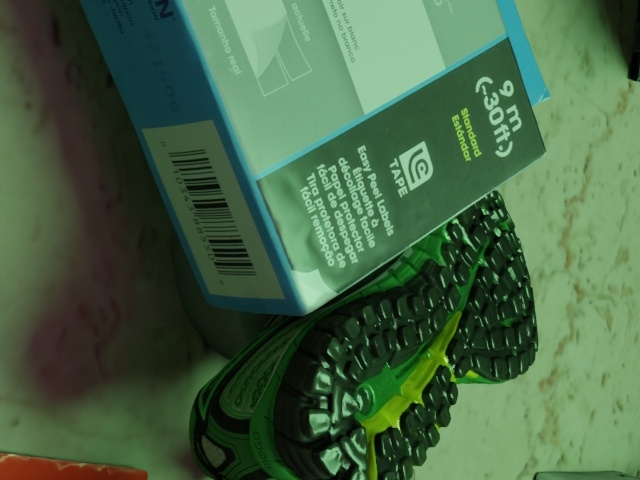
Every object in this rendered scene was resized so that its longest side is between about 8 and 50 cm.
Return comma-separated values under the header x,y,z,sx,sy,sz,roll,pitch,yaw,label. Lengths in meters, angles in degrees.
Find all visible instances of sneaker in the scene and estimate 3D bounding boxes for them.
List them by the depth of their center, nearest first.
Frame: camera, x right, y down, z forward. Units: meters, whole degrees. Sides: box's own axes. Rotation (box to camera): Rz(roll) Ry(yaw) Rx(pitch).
x,y,z,sx,sy,sz,roll,pitch,yaw,label
0.039,0.056,0.789,0.343,0.146,0.134,-27,103,-51,sneaker

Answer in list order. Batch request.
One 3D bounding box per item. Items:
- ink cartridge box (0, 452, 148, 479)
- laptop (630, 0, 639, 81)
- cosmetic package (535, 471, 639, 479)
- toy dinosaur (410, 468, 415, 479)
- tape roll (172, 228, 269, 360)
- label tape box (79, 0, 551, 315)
x,y,z,sx,sy,sz,roll,pitch,yaw,label
-0.253,0.320,0.693,0.308,0.091,0.384,18,88,-43,ink cartridge box
0.437,-0.330,1.084,0.408,0.236,0.381,-2,100,-42,laptop
0.297,0.335,1.148,0.151,0.151,0.183,9,92,-42,cosmetic package
0.012,0.222,0.894,0.200,0.127,0.295,-17,131,-27,toy dinosaur
0.000,0.000,0.868,0.219,0.072,0.219,-9,104,-40,tape roll
0.038,-0.142,0.760,0.348,0.115,0.249,-32,109,-31,label tape box
